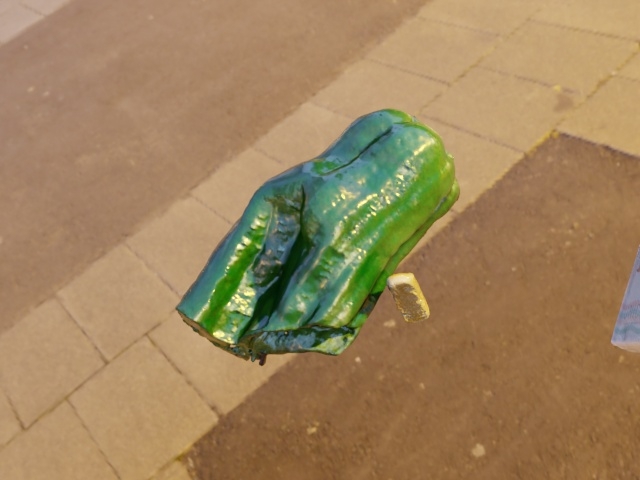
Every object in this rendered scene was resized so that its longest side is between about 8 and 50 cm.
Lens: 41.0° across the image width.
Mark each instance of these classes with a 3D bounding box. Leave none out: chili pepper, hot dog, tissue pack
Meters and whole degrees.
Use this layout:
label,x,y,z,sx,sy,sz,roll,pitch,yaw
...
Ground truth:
label,x,y,z,sx,sy,sz,roll,pitch,yaw
chili pepper,-0.004,-0.005,1.019,0.385,0.167,0.213,-44,28,-2
hot dog,0.097,0.057,0.957,0.030,0.090,0.034,-14,50,14
tissue pack,0.231,0.022,0.574,0.108,0.023,0.056,-69,12,-12
